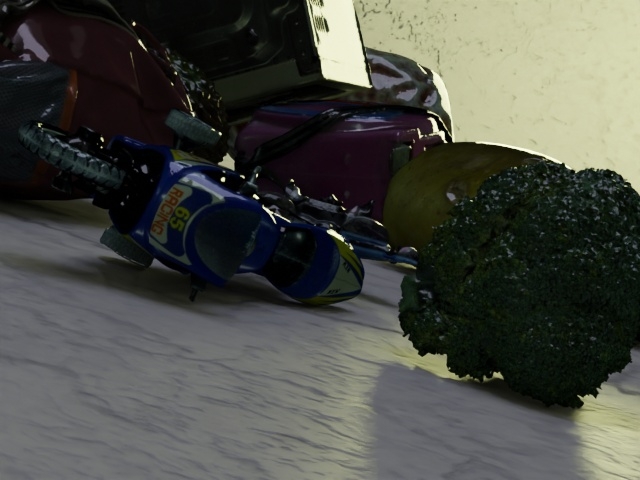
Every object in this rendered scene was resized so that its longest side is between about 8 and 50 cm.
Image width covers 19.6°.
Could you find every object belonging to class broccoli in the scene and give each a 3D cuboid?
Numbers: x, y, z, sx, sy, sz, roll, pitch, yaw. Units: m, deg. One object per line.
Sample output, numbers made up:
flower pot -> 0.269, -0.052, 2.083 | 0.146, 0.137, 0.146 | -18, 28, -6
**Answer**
broccoli -> 0.149, 0.034, 1.227 | 0.195, 0.156, 0.195 | 0, 42, 0

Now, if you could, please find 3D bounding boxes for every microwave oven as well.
microwave oven -> -0.158, -0.263, 2.177 | 0.354, 0.286, 0.218 | -13, -2, 19

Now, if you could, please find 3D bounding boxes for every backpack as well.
backpack -> -0.247, -0.139, 1.566 | 0.317, 0.197, 0.283 | 6, 26, -38

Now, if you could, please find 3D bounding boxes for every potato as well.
potato -> 0.177, -0.021, 1.835 | 0.197, 0.149, 0.228 | 21, 0, -27

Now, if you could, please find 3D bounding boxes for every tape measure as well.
tape measure -> 0.023, -0.079, 2.052 | 0.231, 0.149, 0.245 | 4, 8, 26

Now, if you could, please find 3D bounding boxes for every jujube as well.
jujube -> 0.021, -0.159, 2.498 | 0.317, 0.226, 0.226 | 9, 6, -6

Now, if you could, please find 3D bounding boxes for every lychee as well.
lychee -> -0.173, -0.128, 1.988 | 0.171, 0.171, 0.171 | 14, 5, -1

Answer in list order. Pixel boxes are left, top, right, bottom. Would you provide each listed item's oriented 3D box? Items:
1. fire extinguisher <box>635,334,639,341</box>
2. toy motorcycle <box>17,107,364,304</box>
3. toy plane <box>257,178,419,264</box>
fire extinguisher -> 0.324, 0.050, 1.688 | 0.341, 0.105, 0.141 | 16, 5, -12
toy motorcycle -> -0.076, -0.014, 1.294 | 0.169, 0.113, 0.315 | 30, 4, 31
toy plane -> 0.002, -0.008, 1.565 | 0.169, 0.078, 0.246 | 14, 5, 3
